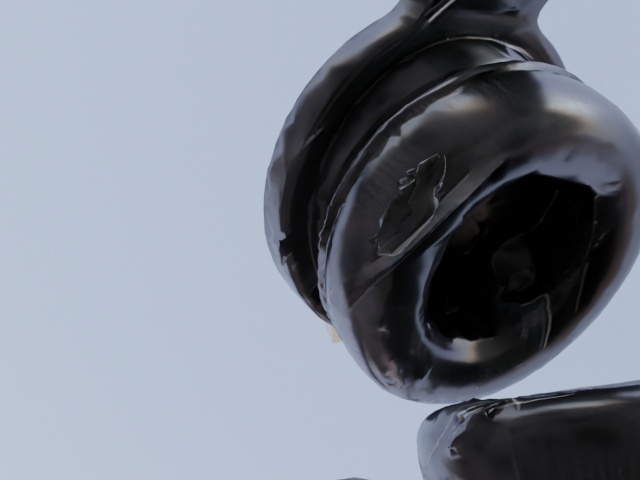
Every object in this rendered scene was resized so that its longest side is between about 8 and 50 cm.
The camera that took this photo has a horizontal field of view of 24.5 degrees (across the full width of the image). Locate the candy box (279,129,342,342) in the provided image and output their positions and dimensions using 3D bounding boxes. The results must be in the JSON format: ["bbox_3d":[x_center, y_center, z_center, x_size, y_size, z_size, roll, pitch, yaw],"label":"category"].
[{"bbox_3d":[0.000,0.000,1.127,0.027,0.206,0.105,-15,-111,-3],"label":"candy box"}]

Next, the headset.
[{"bbox_3d":[0.049,0.041,0.477,0.394,0.185,0.243,-54,-130,43],"label":"headset"}]
